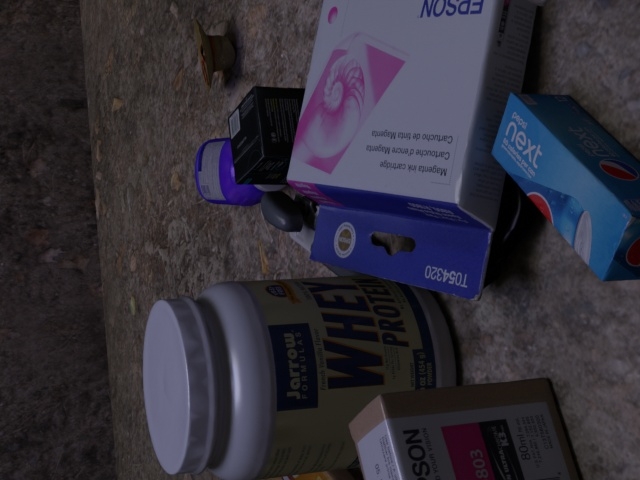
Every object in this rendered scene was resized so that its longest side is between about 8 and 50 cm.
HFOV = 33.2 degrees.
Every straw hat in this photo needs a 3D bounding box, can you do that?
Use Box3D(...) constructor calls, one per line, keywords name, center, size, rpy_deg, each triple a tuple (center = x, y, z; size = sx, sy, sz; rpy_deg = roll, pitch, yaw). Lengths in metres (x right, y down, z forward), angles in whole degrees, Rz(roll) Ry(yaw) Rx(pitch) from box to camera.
Box3D(name="straw hat", center=(-0.186, -0.339, 1.939), size=(0.144, 0.061, 0.145), rpy_deg=(169, 90, -82))

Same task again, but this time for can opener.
Box3D(name="can opener", center=(0.000, 0.000, 1.506), size=(0.280, 0.093, 0.074), rpy_deg=(34, 122, 57))

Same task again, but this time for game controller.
Box3D(name="game controller", center=(0.138, -0.095, 1.195), size=(0.166, 0.067, 0.319), rpy_deg=(112, 147, -43))

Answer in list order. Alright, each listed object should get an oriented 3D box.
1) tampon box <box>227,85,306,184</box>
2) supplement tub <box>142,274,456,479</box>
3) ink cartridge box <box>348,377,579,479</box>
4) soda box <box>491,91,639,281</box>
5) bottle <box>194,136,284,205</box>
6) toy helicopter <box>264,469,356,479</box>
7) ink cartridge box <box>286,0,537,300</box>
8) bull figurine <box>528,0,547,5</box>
Box3D(name="tampon box", center=(-0.029, -0.140, 1.460), size=(0.120, 0.160, 0.102), rpy_deg=(145, 121, -61))
Box3D(name="supplement tub", center=(-0.029, 0.161, 1.276), size=(0.235, 0.324, 0.236), rpy_deg=(178, 90, -66))
Box3D(name="ink cartridge box", center=(0.153, 0.259, 1.028), size=(0.088, 0.193, 0.235), rpy_deg=(125, 137, -55))
Box3D(name="soda box", center=(0.237, -0.053, 0.968), size=(0.210, 0.067, 0.071), rpy_deg=(-119, 36, -48))
Box3D(name="bottle", center=(-0.129, -0.116, 1.782), size=(0.283, 0.092, 0.118), rpy_deg=(-174, 82, -66))
Box3D(name="toy helicopter", center=(-0.001, 0.303, 1.522), size=(0.355, 0.140, 0.235), rpy_deg=(40, 120, 47))
Box3D(name="ink cartridge box", center=(0.081, -0.122, 1.187), size=(0.324, 0.071, 0.330), rpy_deg=(11, 89, 56))
Box3D(name="bull figurine", center=(0.176, -0.326, 1.000), size=(0.310, 0.101, 0.189), rpy_deg=(26, 91, 59))
